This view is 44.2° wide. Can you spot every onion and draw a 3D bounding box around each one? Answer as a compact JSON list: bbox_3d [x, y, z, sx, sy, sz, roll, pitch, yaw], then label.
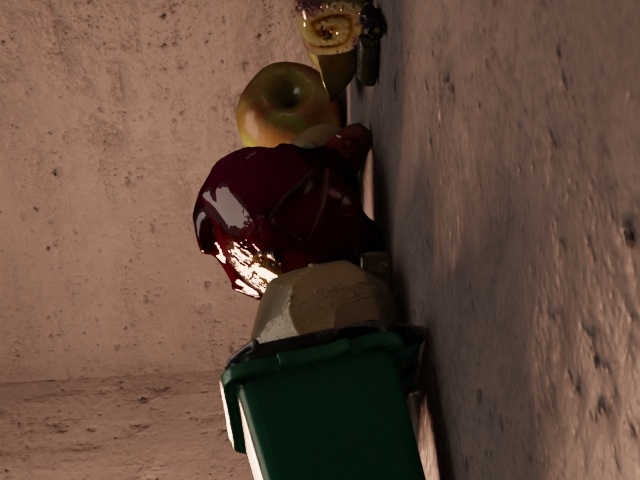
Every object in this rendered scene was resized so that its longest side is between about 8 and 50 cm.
[{"bbox_3d":[-0.037,-0.075,1.608,0.398,0.398,0.420,93,-160,-64],"label":"onion"}]

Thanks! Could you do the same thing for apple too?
[{"bbox_3d":[0.032,-0.422,1.806,0.265,0.120,0.193,-94,-10,-70],"label":"apple"},{"bbox_3d":[-0.081,-0.337,2.274,0.277,0.319,0.319,79,-173,-69],"label":"apple"}]

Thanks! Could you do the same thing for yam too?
[{"bbox_3d":[0.087,-0.336,1.466,0.043,0.043,0.094,-96,5,-47],"label":"yam"}]

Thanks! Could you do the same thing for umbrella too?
[{"bbox_3d":[0.090,-0.391,1.397,0.144,0.040,0.037,-95,-5,-58],"label":"umbrella"}]

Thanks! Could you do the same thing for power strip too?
[{"bbox_3d":[0.101,0.081,1.448,0.032,0.056,0.123,-111,18,-79],"label":"power strip"}]

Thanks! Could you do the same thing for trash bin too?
[{"bbox_3d":[0.042,0.320,1.054,0.259,0.295,0.381,91,165,-52],"label":"trash bin"}]

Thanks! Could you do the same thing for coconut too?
[{"bbox_3d":[-0.002,0.157,1.332,0.245,0.247,0.245,172,90,-67],"label":"coconut"}]

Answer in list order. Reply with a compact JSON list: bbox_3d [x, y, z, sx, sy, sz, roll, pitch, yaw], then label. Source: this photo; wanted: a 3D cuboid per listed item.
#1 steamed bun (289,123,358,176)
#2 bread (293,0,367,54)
[{"bbox_3d":[0.006,-0.171,1.800,0.177,0.228,0.130,50,147,-7],"label":"steamed bun"},{"bbox_3d":[0.014,-0.569,1.589,0.187,0.155,0.338,68,-164,-74],"label":"bread"}]
